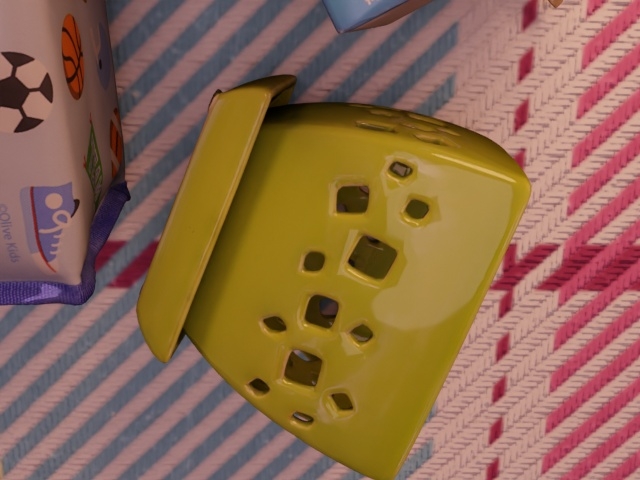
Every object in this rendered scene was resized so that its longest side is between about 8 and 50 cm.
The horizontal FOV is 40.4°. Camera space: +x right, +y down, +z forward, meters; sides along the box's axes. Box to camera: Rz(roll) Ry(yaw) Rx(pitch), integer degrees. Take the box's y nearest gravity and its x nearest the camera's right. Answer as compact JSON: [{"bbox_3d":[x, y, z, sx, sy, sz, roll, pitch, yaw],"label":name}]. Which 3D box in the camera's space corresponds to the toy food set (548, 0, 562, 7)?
[{"bbox_3d":[0.206,-0.245,0.681,0.078,0.019,0.122,44,92,-13],"label":"toy food set"}]

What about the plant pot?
[{"bbox_3d":[0.000,0.000,0.639,0.207,0.227,0.228,23,104,-2],"label":"plant pot"}]

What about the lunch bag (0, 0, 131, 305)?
[{"bbox_3d":[-0.341,-0.136,0.564,0.385,0.239,0.328,-3,113,-1],"label":"lunch bag"}]

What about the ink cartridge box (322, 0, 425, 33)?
[{"bbox_3d":[0.050,-0.287,0.496,0.198,0.197,0.270,-25,99,17],"label":"ink cartridge box"}]
